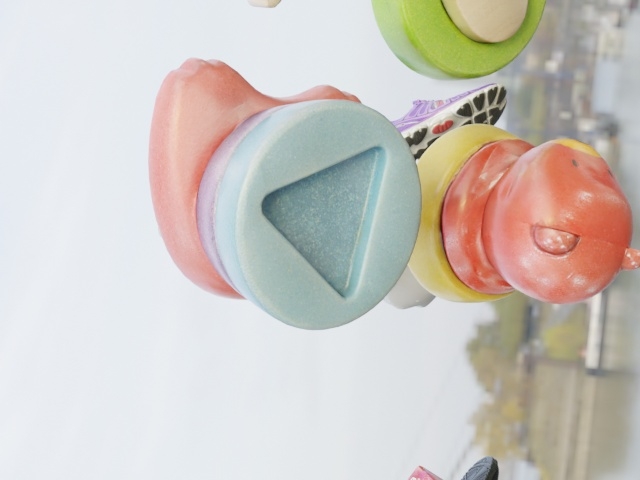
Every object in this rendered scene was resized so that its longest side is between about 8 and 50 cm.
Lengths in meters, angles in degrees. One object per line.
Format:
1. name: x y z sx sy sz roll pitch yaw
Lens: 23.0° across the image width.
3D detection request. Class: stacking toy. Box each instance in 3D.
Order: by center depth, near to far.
1. stacking toy: 0.065 -0.082 0.933 0.130 0.309 0.279 16 105 53

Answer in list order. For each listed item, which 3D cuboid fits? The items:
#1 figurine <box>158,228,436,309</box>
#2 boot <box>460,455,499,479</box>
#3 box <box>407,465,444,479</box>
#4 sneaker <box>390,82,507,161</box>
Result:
1. figurine: 0.000 0.000 1.391 0.209 0.215 0.092 19 -89 -46
2. boot: 0.182 0.302 1.653 0.045 0.099 0.121 -26 28 53
3. box: 0.218 0.442 2.211 0.122 0.257 0.128 -55 24 1
4. sneaker: 0.150 -0.158 1.934 0.068 0.170 0.071 79 164 -47
